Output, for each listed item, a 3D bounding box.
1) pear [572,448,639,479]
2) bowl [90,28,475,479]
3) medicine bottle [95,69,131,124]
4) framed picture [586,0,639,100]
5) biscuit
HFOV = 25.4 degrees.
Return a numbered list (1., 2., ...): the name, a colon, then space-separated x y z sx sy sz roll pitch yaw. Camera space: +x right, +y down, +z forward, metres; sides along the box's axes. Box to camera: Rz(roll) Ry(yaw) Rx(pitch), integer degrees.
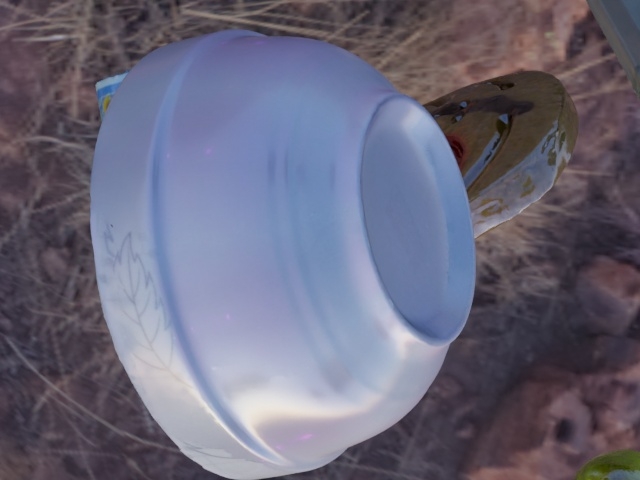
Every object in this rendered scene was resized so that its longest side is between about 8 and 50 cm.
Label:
1. pear: 0.257 0.224 1.242 0.092 0.092 0.097 -49 129 -14
2. bowl: 0.000 0.000 0.886 0.287 0.144 0.286 27 58 -55
3. medicine bottle: -0.112 -0.018 0.953 0.051 0.051 0.191 -7 86 -26
4. framed picture: 0.399 -0.267 1.356 0.326 0.446 0.028 -8 136 -9
5. biscuit: 0.062 -0.042 1.311 0.063 0.368 0.314 57 30 -19
